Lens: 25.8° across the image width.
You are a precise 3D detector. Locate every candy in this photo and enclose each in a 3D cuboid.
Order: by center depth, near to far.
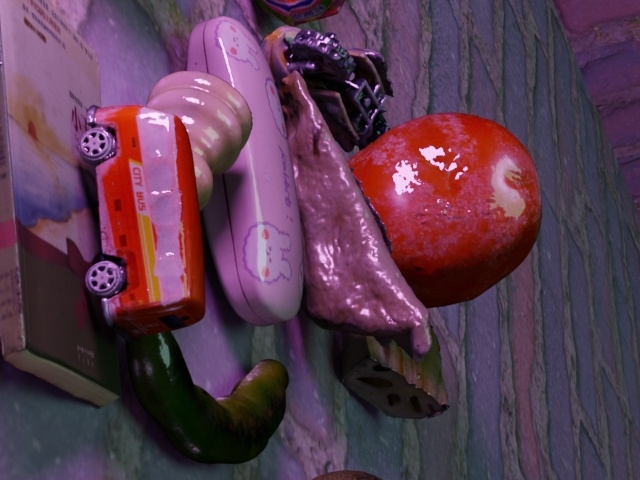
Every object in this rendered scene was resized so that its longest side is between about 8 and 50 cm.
[{"bbox_3d":[-0.004,-0.324,1.633,0.365,0.124,0.124,-59,131,-73],"label":"candy"}]

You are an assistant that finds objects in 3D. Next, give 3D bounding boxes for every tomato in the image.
[{"bbox_3d":[0.124,-0.022,1.503,0.232,0.232,0.188,39,31,-58],"label":"tomato"}]

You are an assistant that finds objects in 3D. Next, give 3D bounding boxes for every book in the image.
[{"bbox_3d":[-0.191,-0.038,0.988,0.201,0.026,0.289,53,28,-71],"label":"book"}]

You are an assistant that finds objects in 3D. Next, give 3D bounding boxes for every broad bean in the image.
[{"bbox_3d":[-0.089,0.117,1.156,0.292,0.049,0.144,49,39,-55],"label":"broad bean"}]

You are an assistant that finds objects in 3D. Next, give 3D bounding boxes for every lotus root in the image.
[{"bbox_3d":[0.075,0.124,1.561,0.143,0.070,0.144,40,35,-28],"label":"lotus root"}]

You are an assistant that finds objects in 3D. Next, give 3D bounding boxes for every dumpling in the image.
[{"bbox_3d":[-0.002,-0.001,1.422,0.086,0.166,0.332,-12,67,-29],"label":"dumpling"}]

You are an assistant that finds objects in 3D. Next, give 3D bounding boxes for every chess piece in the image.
[{"bbox_3d":[-0.119,-0.059,1.153,0.094,0.094,0.170,62,27,-32],"label":"chess piece"}]

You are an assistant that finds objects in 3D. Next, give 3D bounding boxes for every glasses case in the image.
[{"bbox_3d":[-0.070,-0.066,1.303,0.113,0.075,0.296,27,52,-67],"label":"glasses case"}]

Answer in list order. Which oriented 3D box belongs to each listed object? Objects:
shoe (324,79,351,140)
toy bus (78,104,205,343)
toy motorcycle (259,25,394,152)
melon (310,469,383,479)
[{"bbox_3d":[0.020,-0.163,1.643,0.062,0.053,0.159,45,38,-48],"label":"shoe"},{"bbox_3d":[-0.128,-0.018,1.020,0.079,0.077,0.174,59,24,-72],"label":"toy bus"},{"bbox_3d":[0.010,-0.165,1.522,0.094,0.130,0.229,-61,147,-17],"label":"toy motorcycle"},{"bbox_3d":[0.022,0.265,1.262,0.167,0.114,0.114,-6,82,-67],"label":"melon"}]
